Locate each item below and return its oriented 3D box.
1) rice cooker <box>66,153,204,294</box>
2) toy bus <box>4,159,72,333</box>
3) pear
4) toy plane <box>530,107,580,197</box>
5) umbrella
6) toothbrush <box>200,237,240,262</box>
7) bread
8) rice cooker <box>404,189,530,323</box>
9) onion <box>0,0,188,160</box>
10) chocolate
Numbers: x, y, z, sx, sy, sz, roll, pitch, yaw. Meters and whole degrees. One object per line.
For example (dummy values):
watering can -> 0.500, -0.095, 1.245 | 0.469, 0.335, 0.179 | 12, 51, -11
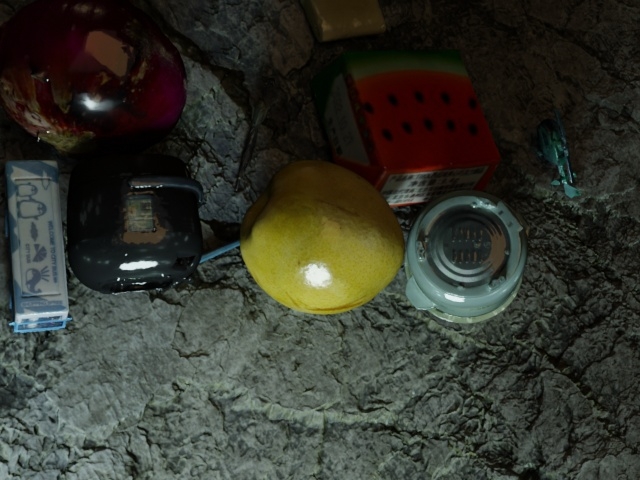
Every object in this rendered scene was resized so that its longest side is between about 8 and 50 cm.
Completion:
rice cooker -> -0.334, -0.024, 1.414 | 0.267, 0.267, 0.224 | -3, 75, -24
toy bus -> -0.510, 0.009, 1.393 | 0.106, 0.131, 0.297 | -3, 76, -23
pear -> 0.000, 0.000, 1.522 | 0.314, 0.314, 0.314 | 6, 73, -22
toy plane -> 0.597, -0.218, 1.956 | 0.060, 0.096, 0.235 | -25, 104, -24
umbrella -> -0.147, -0.230, 1.677 | 0.044, 0.044, 0.269 | 29, 73, -42
toothbrush -> -0.181, 0.007, 1.598 | 0.276, 0.019, 0.025 | -25, 81, -27
bread -> 0.053, -0.536, 1.828 | 0.178, 0.060, 0.139 | -13, 80, -25
rice cooker -> 0.310, 0.034, 1.656 | 0.317, 0.316, 0.264 | -31, 73, -27
onion -> -0.408, -0.346, 1.424 | 0.348, 0.348, 0.385 | 14, 72, -19
chocolate -> 0.199, -0.261, 1.740 | 0.360, 0.161, 0.341 | -8, 69, -24
